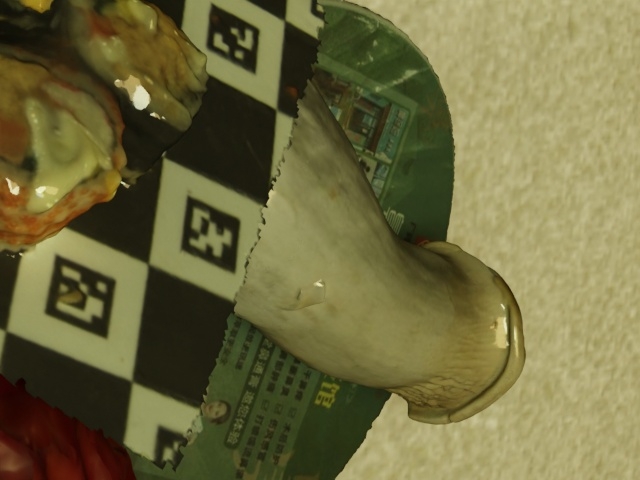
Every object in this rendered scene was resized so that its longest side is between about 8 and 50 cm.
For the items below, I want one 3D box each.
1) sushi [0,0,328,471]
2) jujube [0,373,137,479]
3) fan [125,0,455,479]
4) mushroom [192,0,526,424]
[{"bbox_3d":[-0.076,-0.065,0.470,0.193,0.040,0.210,34,47,-23],"label":"sushi"},{"bbox_3d":[-0.130,0.113,0.493,0.174,0.174,0.250,-35,128,-27],"label":"jujube"},{"bbox_3d":[-0.038,-0.021,0.634,0.223,0.012,0.294,-47,128,-19],"label":"fan"},{"bbox_3d":[0.001,0.004,0.615,0.081,0.092,0.223,-32,130,22],"label":"mushroom"}]
